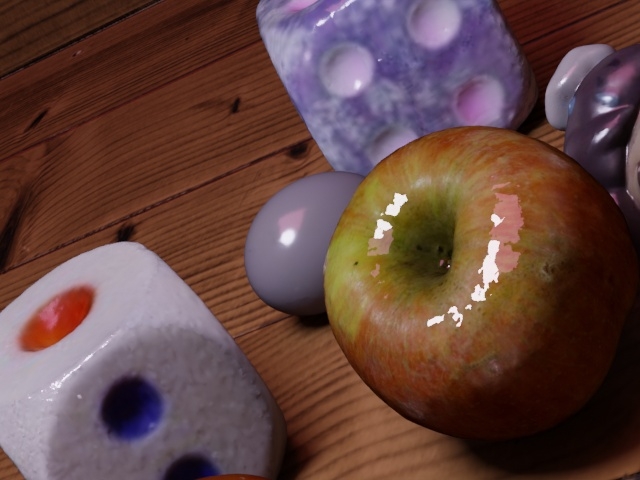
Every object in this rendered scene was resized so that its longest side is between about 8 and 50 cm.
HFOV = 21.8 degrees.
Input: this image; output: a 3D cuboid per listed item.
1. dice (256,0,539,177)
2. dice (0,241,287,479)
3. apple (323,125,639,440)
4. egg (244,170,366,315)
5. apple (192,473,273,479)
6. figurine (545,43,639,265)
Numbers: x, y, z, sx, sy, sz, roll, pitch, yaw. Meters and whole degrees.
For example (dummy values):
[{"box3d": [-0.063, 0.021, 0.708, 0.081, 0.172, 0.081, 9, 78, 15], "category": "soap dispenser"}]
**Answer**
[{"box3d": [0.095, -0.233, 2.055, 0.271, 0.270, 0.270, -29, 23, 8], "category": "dice"}, {"box3d": [-0.195, 0.169, 1.659, 0.243, 0.251, 0.259, -40, 25, -14], "category": "dice"}, {"box3d": [0.154, 0.045, 1.484, 0.277, 0.250, 0.309, -43, 40, 15], "category": "apple"}, {"box3d": [0.000, 0.000, 1.873, 0.198, 0.146, 0.146, -38, 24, -28], "category": "egg"}, {"box3d": [-0.115, 0.354, 1.334, 0.365, 0.329, 0.295, -44, -14, -35], "category": "apple"}, {"box3d": [0.336, -0.073, 1.482, 0.206, 0.218, 0.365, -2, 4, -5], "category": "figurine"}]
